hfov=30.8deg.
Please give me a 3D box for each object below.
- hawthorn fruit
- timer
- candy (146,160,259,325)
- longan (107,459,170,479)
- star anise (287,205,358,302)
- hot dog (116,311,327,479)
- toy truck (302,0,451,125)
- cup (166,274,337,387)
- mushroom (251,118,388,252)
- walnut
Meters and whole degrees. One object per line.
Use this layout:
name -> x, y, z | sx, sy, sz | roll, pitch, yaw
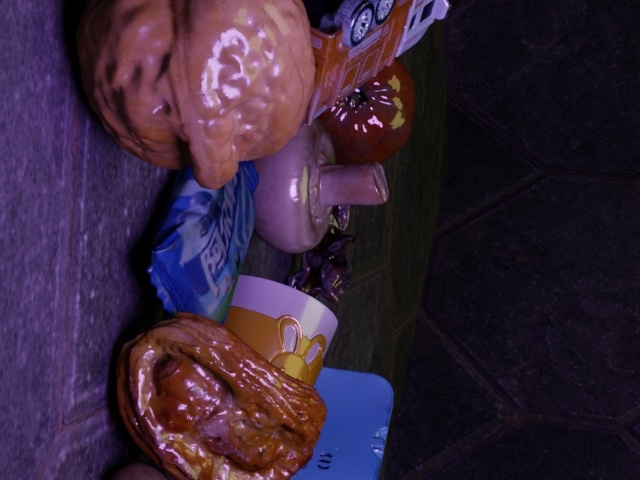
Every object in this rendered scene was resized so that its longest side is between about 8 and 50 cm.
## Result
hawthorn fruit -> 0.061, -0.225, 1.987 | 0.262, 0.211, 0.210 | -11, 107, -89
timer -> -0.028, 0.292, 1.663 | 0.091, 0.250, 0.231 | 80, 20, -46
candy -> -0.138, -0.021, 1.398 | 0.331, 0.077, 0.187 | -76, 150, -42
longan -> -0.196, 0.294, 1.280 | 0.113, 0.092, 0.113 | 12, 75, -56
star anise -> 0.000, -0.005, 1.974 | 0.212, 0.129, 0.282 | 91, 4, -46
hot dog -> -0.109, 0.193, 1.294 | 0.259, 0.175, 0.114 | 38, 15, -33
toy truck -> 0.033, -0.259, 1.331 | 0.305, 0.136, 0.162 | -41, 153, -44
cup -> -0.111, 0.160, 1.487 | 0.241, 0.185, 0.226 | 34, 62, -36
mushroom -> -0.006, -0.083, 1.687 | 0.207, 0.215, 0.207 | 1, 90, -70
walnut -> -0.118, -0.174, 1.135 | 0.257, 0.225, 0.257 | -5, 90, -88
